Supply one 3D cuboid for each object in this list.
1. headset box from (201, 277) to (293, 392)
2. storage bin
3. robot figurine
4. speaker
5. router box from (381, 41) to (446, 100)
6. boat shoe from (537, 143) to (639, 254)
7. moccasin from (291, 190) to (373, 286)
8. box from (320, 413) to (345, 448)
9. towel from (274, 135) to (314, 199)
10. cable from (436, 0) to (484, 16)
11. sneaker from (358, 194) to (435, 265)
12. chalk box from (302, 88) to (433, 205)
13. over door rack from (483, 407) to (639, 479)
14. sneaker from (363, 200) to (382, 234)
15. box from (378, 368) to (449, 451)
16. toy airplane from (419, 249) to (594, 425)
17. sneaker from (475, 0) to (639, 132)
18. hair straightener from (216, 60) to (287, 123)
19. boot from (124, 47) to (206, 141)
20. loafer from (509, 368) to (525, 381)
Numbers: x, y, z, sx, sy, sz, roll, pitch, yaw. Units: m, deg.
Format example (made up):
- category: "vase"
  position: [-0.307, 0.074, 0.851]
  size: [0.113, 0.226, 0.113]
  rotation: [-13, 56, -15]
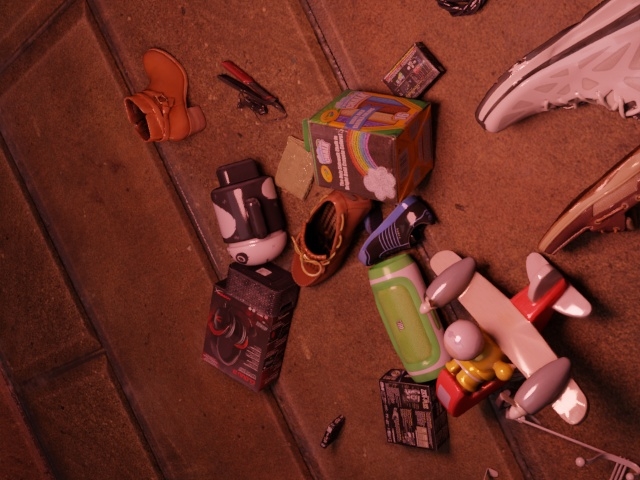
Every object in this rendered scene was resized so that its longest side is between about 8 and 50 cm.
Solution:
- category: "headset box"
  position: [-0.213, 0.276, 2.230]
  size: [0.218, 0.110, 0.293]
  rotation: [26, 119, 25]
- category: "storage bin"
  position: [-0.158, 0.121, 2.133]
  size: [0.180, 0.122, 0.084]
  rotation: [27, 120, 25]
- category: "robot figurine"
  position: [-0.192, -0.071, 2.058]
  size: [0.173, 0.209, 0.278]
  rotation: [-12, 98, 24]
- category: "speaker"
  position: [0.220, 0.187, 1.889]
  size: [0.131, 0.131, 0.297]
  rotation: [-21, 93, 38]
- category: "router box"
  position: [0.210, -0.373, 1.762]
  size: [0.092, 0.038, 0.122]
  rotation: [52, 126, 8]
- category: "boat shoe"
  position: [0.582, -0.061, 1.558]
  size: [0.123, 0.123, 0.342]
  rotation: [46, 126, 6]
- category: "moccasin"
  position: [0.002, 0.003, 1.938]
  size: [0.139, 0.147, 0.380]
  rotation: [56, 144, 13]
- category: "box"
  position: [0.034, 0.533, 2.171]
  size: [0.018, 0.067, 0.083]
  rotation: [32, 122, 21]
- category: "towel"
  position: [-0.058, -0.187, 2.019]
  size: [0.110, 0.027, 0.148]
  rotation: [32, 120, 21]
- category: "cable"
  position: [0.286, -0.567, 1.646]
  size: [0.184, 0.047, 0.150]
  rotation: [47, 131, 10]
- category: "sneaker"
  position: [0.182, -0.002, 1.879]
  size: [0.090, 0.081, 0.232]
  rotation: [51, 126, 19]
- category: "chalk box"
  position: [0.091, -0.225, 1.786]
  size: [0.289, 0.179, 0.180]
  rotation: [17, 133, 30]
- category: "over door rack"
  position: [0.537, 0.555, 1.802]
  size: [0.324, 0.108, 0.240]
  rotation: [25, 117, 27]
- category: "sneaker"
  position: [0.109, -0.082, 1.924]
  size: [0.059, 0.053, 0.144]
  rotation: [-13, 93, 43]
- category: "box"
  position: [0.238, 0.429, 1.986]
  size: [0.147, 0.077, 0.180]
  rotation: [0, 106, 35]
- category: "toy airplane"
  position: [0.386, 0.199, 1.678]
  size: [0.386, 0.272, 0.384]
  rotation: [-8, 80, 49]
- category: "sneaker"
  position: [0.523, -0.280, 1.491]
  size: [0.447, 0.169, 0.257]
  rotation: [-36, 82, 35]
- category: "hair straightener"
  position: [-0.182, -0.376, 2.039]
  size: [0.230, 0.047, 0.089]
  rotation: [37, 123, 15]
- category: "boot"
  position: [-0.455, -0.390, 2.106]
  size: [0.109, 0.220, 0.283]
  rotation: [-27, 89, 38]
- category: "loafer"
  position: [0.482, 0.294, 1.794]
  size: [0.125, 0.045, 0.039]
  rotation: [-27, 83, 41]
